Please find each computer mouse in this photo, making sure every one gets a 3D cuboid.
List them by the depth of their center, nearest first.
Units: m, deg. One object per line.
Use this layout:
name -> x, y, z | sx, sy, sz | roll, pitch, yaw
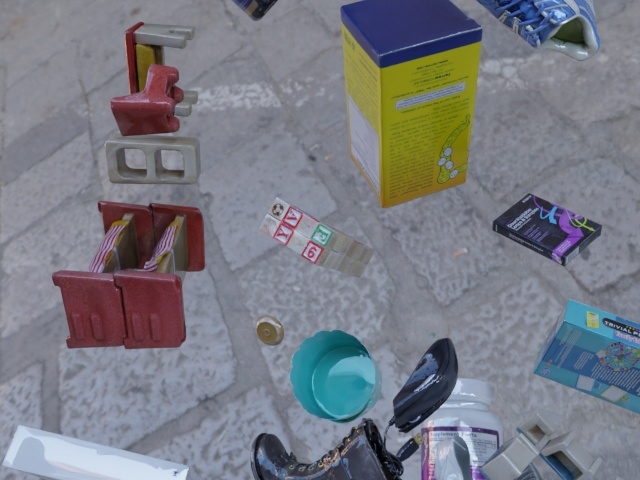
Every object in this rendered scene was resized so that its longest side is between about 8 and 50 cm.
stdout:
computer mouse -> 0.184, 0.311, 1.120 | 0.060, 0.184, 0.262 | 26, 63, 39

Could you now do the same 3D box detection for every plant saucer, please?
plant saucer -> -0.133, 0.232, 1.594 | 0.083, 0.083, 0.015 | -6, 12, 25

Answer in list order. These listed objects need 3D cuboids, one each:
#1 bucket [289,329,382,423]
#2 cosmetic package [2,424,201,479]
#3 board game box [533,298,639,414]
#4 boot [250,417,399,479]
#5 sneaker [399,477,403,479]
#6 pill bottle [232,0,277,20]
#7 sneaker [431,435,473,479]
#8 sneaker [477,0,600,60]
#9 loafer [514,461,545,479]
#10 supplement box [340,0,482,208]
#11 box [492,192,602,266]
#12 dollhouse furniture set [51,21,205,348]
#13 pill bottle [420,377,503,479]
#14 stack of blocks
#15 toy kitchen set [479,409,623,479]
bucket -> 0.056, 0.427, 1.942 | 0.281, 0.183, 0.281 | -7, 66, 16
cosmetic package -> -0.477, 0.529, 1.431 | 0.377, 0.284, 0.097 | 13, 62, 2
board game box -> 0.741, 0.304, 1.569 | 0.336, 0.253, 0.079 | 20, 51, 14
boot -> 0.012, 0.370, 1.027 | 0.229, 0.091, 0.263 | -50, 49, 17
sneaker -> 0.095, 0.577, 1.430 | 0.276, 0.097, 0.135 | -26, 21, 52
pill bottle -> -0.144, -0.466, 0.991 | 0.123, 0.219, 0.123 | -42, 21, 20
sneaker -> 0.234, 0.421, 1.088 | 0.061, 0.054, 0.152 | -30, 56, 40
sneaker -> 0.230, -0.263, 0.680 | 0.080, 0.211, 0.081 | -48, 37, 44
loafer -> 0.493, 0.601, 1.438 | 0.094, 0.087, 0.251 | -38, 50, 18
supplement box -> 0.169, -0.272, 1.220 | 0.195, 0.356, 0.194 | -18, 48, -10
box -> 0.427, -0.024, 1.191 | 0.116, 0.029, 0.162 | -35, 44, -24
dollhouse furniture set -> -0.242, -0.068, 0.797 | 0.152, 0.374, 0.201 | 2, 28, -2
pill bottle -> 0.288, 0.443, 1.279 | 0.169, 0.169, 0.301 | -7, 63, 24
stack of blocks -> 0.000, 0.000, 1.540 | 0.171, 0.297, 0.087 | 31, 93, 25
toy kitchen set -> 0.378, 0.413, 1.032 | 0.166, 0.122, 0.207 | -27, 65, -39
